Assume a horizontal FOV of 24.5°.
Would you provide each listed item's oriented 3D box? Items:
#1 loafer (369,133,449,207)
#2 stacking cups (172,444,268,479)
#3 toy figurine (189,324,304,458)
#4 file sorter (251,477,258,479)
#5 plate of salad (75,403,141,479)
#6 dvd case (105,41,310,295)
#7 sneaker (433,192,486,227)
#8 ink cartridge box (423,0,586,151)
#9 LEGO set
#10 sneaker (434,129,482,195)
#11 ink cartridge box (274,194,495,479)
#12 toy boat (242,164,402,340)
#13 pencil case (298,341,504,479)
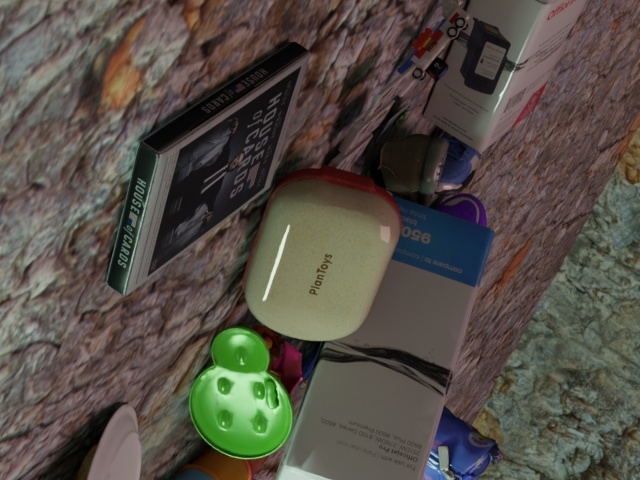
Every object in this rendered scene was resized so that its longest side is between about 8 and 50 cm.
[{"bbox_3d":[0.109,-0.098,1.873,0.251,0.087,0.094,95,11,-83],"label":"loafer"},{"bbox_3d":[-0.165,0.342,1.868,0.316,0.096,0.096,-36,154,-52],"label":"stacking cups"},{"bbox_3d":[-0.076,0.155,1.806,0.159,0.130,0.173,-54,145,-65],"label":"toy figurine"},{"bbox_3d":[-0.088,0.497,2.064,0.202,0.182,0.290,59,53,-87],"label":"file sorter"},{"bbox_3d":[-0.236,0.272,1.582,0.200,0.048,0.199,10,90,-82],"label":"plate of salad"},{"bbox_3d":[-0.103,-0.070,1.386,0.239,0.030,0.179,-39,157,-44],"label":"dvd case"},{"bbox_3d":[0.159,0.023,2.188,0.293,0.102,0.146,-49,161,-25],"label":"sneaker"},{"bbox_3d":[0.248,-0.258,1.916,0.172,0.100,0.237,-38,157,-48],"label":"ink cartridge box"},{"bbox_3d":[0.089,-0.186,1.737,0.244,0.060,0.182,-42,170,-38],"label":"LEGO set"},{"bbox_3d":[0.194,-0.143,2.042,0.081,0.080,0.211,95,22,-47],"label":"sneaker"},{"bbox_3d":[0.069,0.185,1.872,0.285,0.166,0.394,107,2,-61],"label":"ink cartridge box"},{"bbox_3d":[0.000,0.000,1.676,0.151,0.151,0.231,-84,-168,-53],"label":"toy boat"},{"bbox_3d":[0.109,0.248,2.099,0.119,0.306,0.133,-53,173,12],"label":"pencil case"}]
